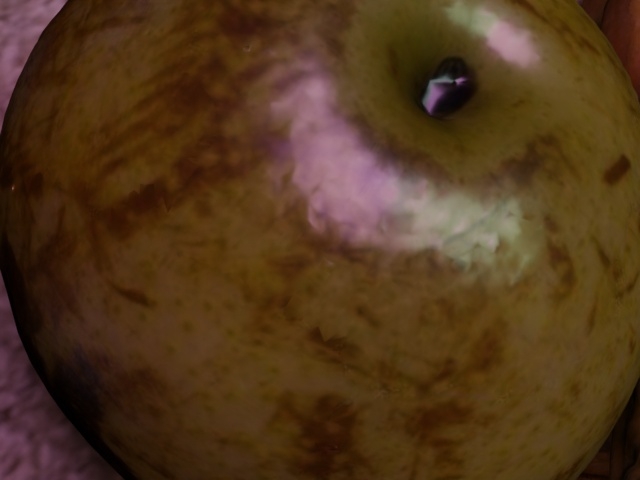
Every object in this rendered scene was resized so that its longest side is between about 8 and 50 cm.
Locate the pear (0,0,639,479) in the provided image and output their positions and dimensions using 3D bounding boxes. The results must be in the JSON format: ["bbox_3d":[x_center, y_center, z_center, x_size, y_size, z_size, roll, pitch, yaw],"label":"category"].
[{"bbox_3d":[0.000,0.000,0.570,0.283,0.283,0.284,7,63,-14],"label":"pear"}]

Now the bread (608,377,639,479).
[{"bbox_3d":[0.166,0.056,0.595,0.084,0.077,0.368,29,61,-39],"label":"bread"}]

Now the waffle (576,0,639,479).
[{"bbox_3d":[0.227,-0.002,0.738,0.224,0.098,0.328,18,61,-6],"label":"waffle"}]
